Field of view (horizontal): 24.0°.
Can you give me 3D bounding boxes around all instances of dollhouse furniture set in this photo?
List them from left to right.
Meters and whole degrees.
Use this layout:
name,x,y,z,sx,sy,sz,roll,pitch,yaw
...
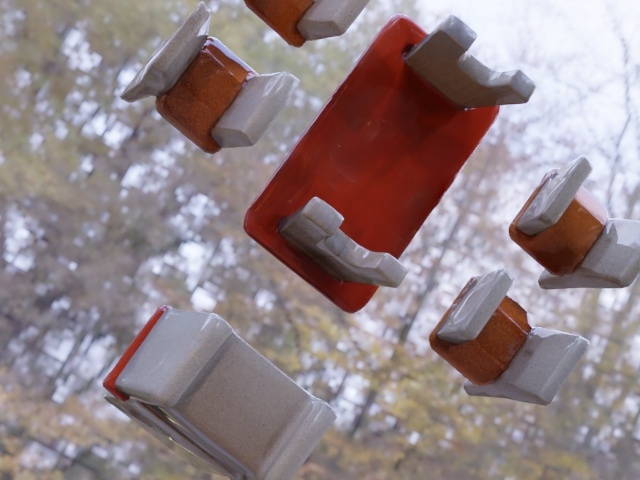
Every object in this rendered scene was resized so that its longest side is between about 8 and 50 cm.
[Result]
name,x,y,z,sx,sy,sz,roll,pitch,yaw
dollhouse furniture set,0.000,0.000,0.790,0.262,0.259,0.135,40,-15,-13
